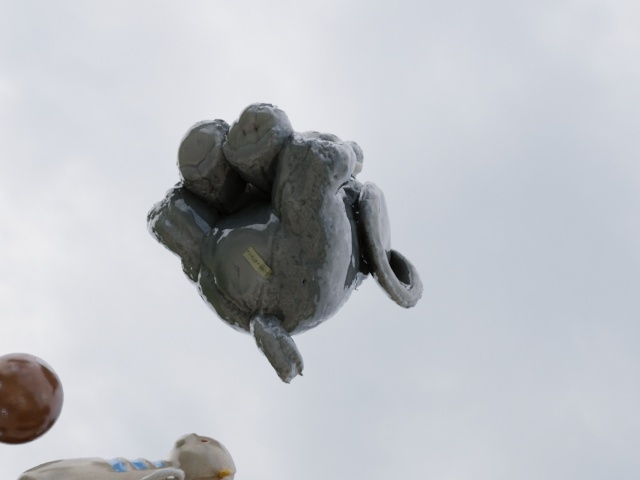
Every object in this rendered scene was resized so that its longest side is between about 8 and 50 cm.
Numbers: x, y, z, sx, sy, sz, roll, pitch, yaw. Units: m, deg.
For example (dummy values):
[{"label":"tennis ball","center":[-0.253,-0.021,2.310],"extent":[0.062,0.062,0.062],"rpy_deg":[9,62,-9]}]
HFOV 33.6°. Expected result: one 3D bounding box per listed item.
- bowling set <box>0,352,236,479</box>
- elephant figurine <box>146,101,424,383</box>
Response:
[{"label":"bowling set","center":[-0.112,0.157,0.613],"extent":[0.287,0.154,0.200],"rpy_deg":[-21,-105,50]},{"label":"elephant figurine","center":[0.000,0.000,0.800],"extent":[0.169,0.239,0.186],"rpy_deg":[24,-91,29]}]
